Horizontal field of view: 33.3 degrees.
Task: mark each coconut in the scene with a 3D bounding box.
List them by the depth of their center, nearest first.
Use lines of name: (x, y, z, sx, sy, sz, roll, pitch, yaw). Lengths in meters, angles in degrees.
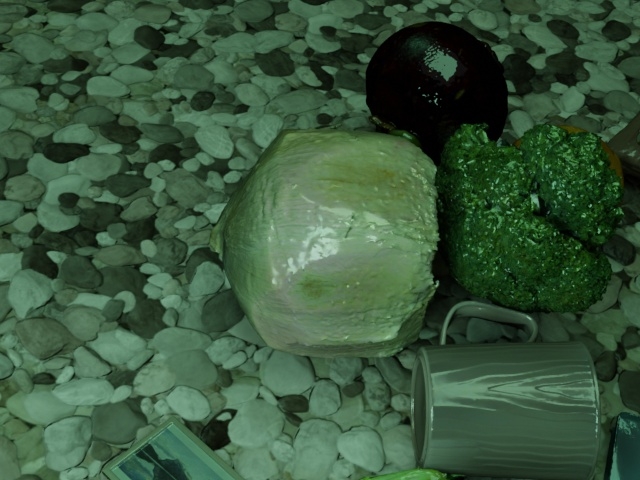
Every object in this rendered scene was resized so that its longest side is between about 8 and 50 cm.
coconut: (0.000, 0.000, 1.792, 0.405, 0.404, 0.404, 3, 46, -3)

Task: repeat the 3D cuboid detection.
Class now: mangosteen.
mangosteen: (0.202, -0.268, 2.144, 0.360, 0.306, 0.306, -34, 54, -3)

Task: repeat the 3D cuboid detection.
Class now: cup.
cup: (0.287, 0.234, 1.686, 0.273, 0.208, 0.288, 1, 83, -3)

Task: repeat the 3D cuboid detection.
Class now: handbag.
handbag: (0.573, 0.367, 1.720, 0.221, 0.057, 0.144, 16, 51, 9)

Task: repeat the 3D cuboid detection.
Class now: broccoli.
broccoli: (0.334, -0.037, 1.794, 0.321, 0.413, 0.310, 10, 52, 10)

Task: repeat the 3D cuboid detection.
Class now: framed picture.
framed picture: (-0.216, 0.375, 1.656, 0.203, 0.015, 0.150, 37, 54, 27)

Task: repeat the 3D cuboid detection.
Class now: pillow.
pillow: (0.721, -0.188, 2.250, 0.223, 0.084, 0.236, 35, 49, 26)

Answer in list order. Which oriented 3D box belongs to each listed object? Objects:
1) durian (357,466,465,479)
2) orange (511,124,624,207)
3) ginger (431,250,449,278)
durian: (0.070, 0.418, 1.579, 0.375, 0.106, 0.132, -17, 48, -20)
orange: (0.449, -0.096, 2.021, 0.246, 0.246, 0.246, 3, 46, -3)
ginger: (0.245, 0.026, 1.997, 0.193, 0.115, 0.122, 11, 64, 1)
